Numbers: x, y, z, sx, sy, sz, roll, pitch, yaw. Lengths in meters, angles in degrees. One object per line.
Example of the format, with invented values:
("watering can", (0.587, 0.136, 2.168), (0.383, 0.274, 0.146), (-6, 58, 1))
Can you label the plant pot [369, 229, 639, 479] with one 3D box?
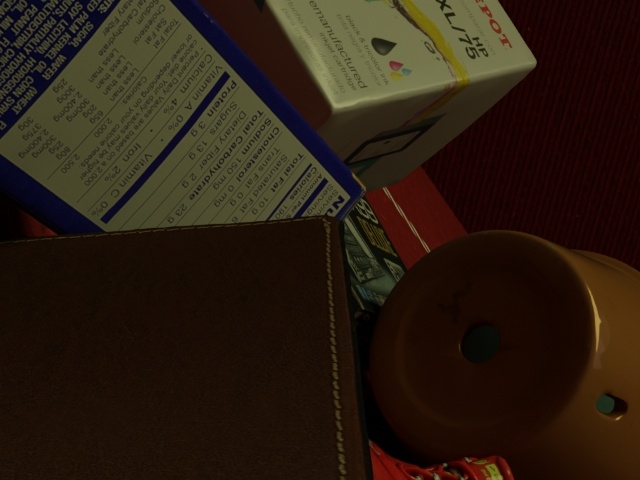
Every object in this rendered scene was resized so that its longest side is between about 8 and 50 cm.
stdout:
("plant pot", (0.174, 0.121, 1.104), (0.203, 0.291, 0.291), (38, 22, -52))

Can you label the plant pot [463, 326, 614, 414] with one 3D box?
("plant pot", (0.238, 0.170, 1.419), (0.290, 0.290, 0.195), (49, 49, -37))

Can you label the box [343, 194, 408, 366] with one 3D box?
("box", (0.000, 0.000, 1.240), (0.242, 0.077, 0.307), (61, 12, 18))

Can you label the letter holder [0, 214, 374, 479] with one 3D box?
("letter holder", (-0.090, 0.113, 0.395), (0.302, 0.215, 0.152), (-95, -178, -71))

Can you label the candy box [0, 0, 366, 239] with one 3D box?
("candy box", (-0.153, -0.114, 0.590), (0.268, 0.122, 0.317), (41, -2, 35))

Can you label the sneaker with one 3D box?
("sneaker", (0.083, 0.190, 0.953), (0.279, 0.118, 0.107), (47, 14, -45))

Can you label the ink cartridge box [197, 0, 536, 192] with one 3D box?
("ink cartridge box", (-0.008, -0.149, 1.030), (0.270, 0.197, 0.198), (-19, 75, -47))
